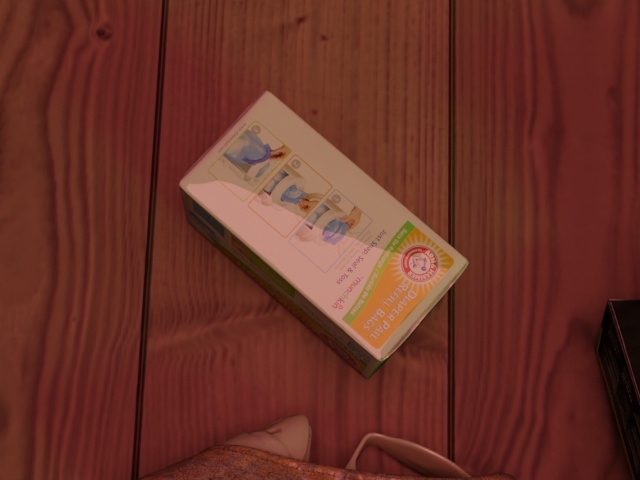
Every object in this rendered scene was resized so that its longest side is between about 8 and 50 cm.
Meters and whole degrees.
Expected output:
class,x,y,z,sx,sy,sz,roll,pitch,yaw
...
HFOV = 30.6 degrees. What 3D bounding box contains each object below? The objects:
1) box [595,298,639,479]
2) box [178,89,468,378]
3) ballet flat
class,x,y,z,sx,sy,sz,roll,pitch,yaw
box,0.359,0.175,0.823,0.257,0.079,0.322,-5,47,-1
box,0.000,0.000,0.910,0.203,0.114,0.103,41,78,8
ballet flat,0.006,0.192,0.884,0.316,0.107,0.106,12,56,-3
